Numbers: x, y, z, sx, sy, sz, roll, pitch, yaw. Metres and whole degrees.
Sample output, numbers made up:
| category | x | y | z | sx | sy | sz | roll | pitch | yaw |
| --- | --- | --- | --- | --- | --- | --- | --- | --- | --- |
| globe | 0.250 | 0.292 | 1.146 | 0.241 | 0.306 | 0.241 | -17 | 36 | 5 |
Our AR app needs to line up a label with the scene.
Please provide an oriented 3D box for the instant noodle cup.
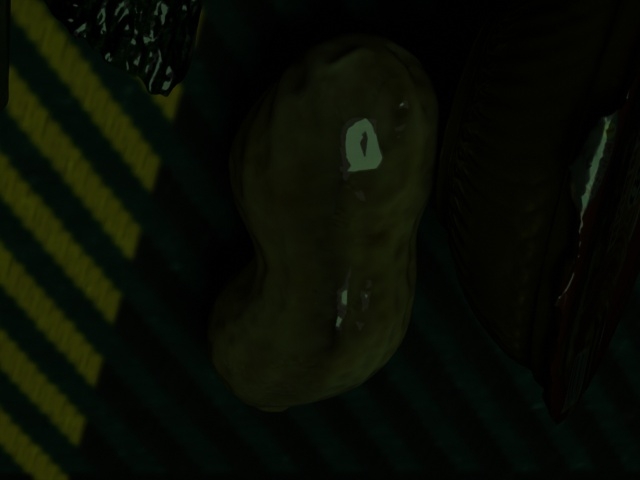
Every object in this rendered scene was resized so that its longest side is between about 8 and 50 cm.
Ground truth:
| category | x | y | z | sx | sy | sz | roll | pitch | yaw |
| --- | --- | --- | --- | --- | --- | --- | --- | --- | --- |
| instant noodle cup | 0.118 | -0.052 | 0.905 | 0.090 | 0.274 | 0.274 | 17 | 127 | 15 |

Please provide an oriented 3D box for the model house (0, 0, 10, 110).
| category | x | y | z | sx | sy | sz | roll | pitch | yaw |
| --- | --- | --- | --- | --- | --- | --- | --- | --- | --- |
| model house | -0.176 | -0.169 | 0.725 | 0.205 | 0.218 | 0.279 | 34 | 72 | 0 |

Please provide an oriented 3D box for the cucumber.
| category | x | y | z | sx | sy | sz | roll | pitch | yaw |
| --- | --- | --- | --- | --- | --- | --- | --- | --- | --- |
| cucumber | -0.068 | -0.190 | 0.777 | 0.077 | 0.077 | 0.265 | 0 | 124 | -24 |

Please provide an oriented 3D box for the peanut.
| category | x | y | z | sx | sy | sz | roll | pitch | yaw |
| --- | --- | --- | --- | --- | --- | --- | --- | --- | --- |
| peanut | 0.000 | 0.000 | 0.929 | 0.098 | 0.103 | 0.229 | 1 | 124 | -17 |
